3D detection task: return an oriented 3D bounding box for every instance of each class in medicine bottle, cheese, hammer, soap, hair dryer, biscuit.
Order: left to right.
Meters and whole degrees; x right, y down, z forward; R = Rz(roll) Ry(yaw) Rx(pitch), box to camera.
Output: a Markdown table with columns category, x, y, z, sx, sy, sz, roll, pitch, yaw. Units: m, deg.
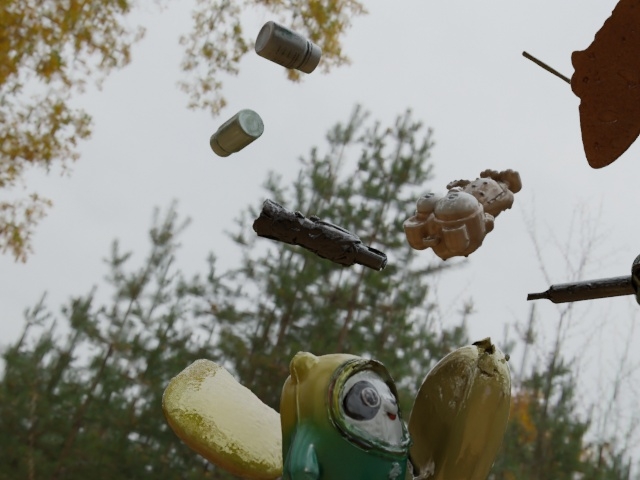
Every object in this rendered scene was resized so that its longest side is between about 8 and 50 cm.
| category | x | y | z | sx | sy | sz | roll | pitch | yaw |
| --- | --- | --- | --- | --- | --- | --- | --- | --- | --- |
| soap | -0.189 | 0.377 | 1.901 | 0.306 | 0.115 | 0.427 | 36 | 8 | -4 |
| medicine bottle | -0.121 | -0.153 | 1.274 | 0.047 | 0.047 | 0.083 | 30 | -34 | -27 |
| medicine bottle | -0.068 | -0.411 | 1.902 | 0.130 | 0.080 | 0.080 | 18 | -22 | -30 |
| cheese | 0.264 | 0.327 | 1.658 | 0.128 | 0.315 | 0.259 | 15 | 12 | -20 |
| hammer | 0.524 | -0.378 | 1.981 | 0.199 | 0.013 | 0.062 | 44 | 2 | 36 |
| hair dryer | 0.455 | 0.073 | 1.437 | 0.248 | 0.078 | 0.195 | -11 | -21 | 19 |
| biscuit | 0.469 | -0.245 | 1.378 | 0.043 | 0.280 | 0.183 | -13 | 27 | -43 |

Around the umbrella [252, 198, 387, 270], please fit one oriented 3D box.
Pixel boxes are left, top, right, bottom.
| category | x | y | z | sx | sy | sz | roll | pitch | yaw |
| --- | --- | --- | --- | --- | --- | --- | --- | --- | --- |
| umbrella | 0.000 | 0.000 | 1.483 | 0.236 | 0.066 | 0.059 | 23 | 12 | 11 |

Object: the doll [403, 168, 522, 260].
| category | x | y | z | sx | sy | sz | roll | pitch | yaw |
| --- | --- | --- | --- | --- | --- | --- | --- | --- | --- |
| doll | 0.266 | -0.058 | 1.627 | 0.154 | 0.278 | 0.119 | -1 | -64 | 34 |

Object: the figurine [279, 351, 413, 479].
| category | x | y | z | sx | sy | sz | roll | pitch | yaw |
| --- | --- | --- | --- | --- | --- | --- | --- | --- | --- |
| figurine | 0.039 | 0.350 | 1.475 | 0.231 | 0.340 | 0.324 | -25 | -27 | 29 |
